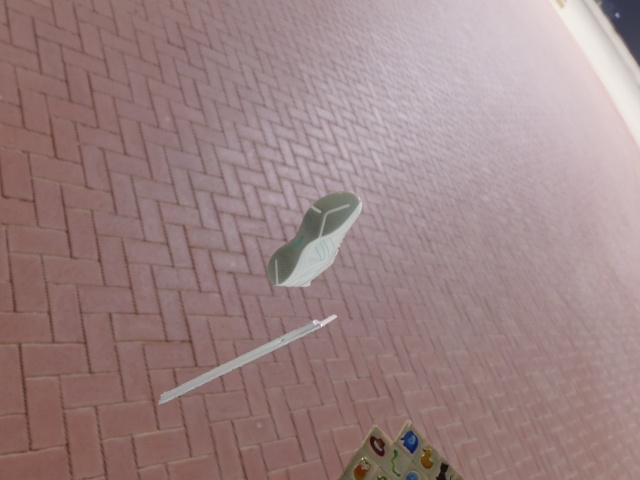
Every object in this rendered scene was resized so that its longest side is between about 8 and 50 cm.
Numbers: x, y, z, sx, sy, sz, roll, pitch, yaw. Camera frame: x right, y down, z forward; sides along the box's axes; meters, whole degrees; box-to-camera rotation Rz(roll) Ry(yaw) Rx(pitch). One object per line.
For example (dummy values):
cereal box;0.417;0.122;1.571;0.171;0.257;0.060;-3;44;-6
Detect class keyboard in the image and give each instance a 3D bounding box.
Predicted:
keyboard;-0.097;0.157;0.776;0.014;0.256;0.072;66;17;11

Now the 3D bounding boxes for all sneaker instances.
sneaker;0.000;0.000;0.724;0.061;0.152;0.053;20;30;-48

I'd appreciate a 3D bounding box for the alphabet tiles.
alphabet tiles;0.119;0.378;0.810;0.237;0.009;0.198;47;61;-12
